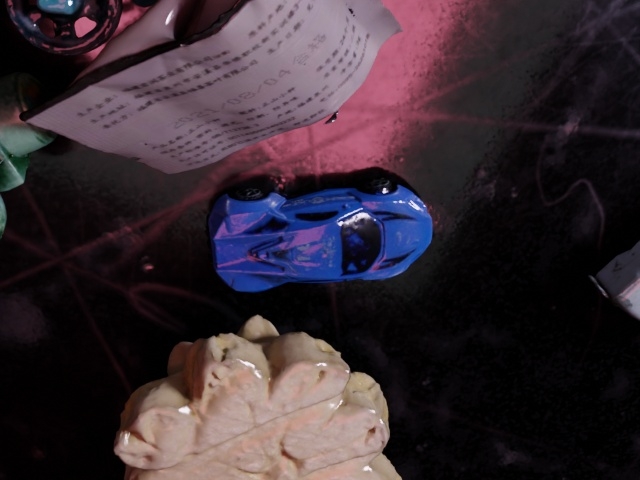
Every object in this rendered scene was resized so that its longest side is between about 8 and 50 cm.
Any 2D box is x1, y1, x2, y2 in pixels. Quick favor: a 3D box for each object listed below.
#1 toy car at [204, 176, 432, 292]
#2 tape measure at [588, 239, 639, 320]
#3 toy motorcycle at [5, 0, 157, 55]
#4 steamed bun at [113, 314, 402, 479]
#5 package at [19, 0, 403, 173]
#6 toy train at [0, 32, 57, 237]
[{"bbox_3d":[0.000,0.000,0.694,0.216,0.063,0.103,-4,115,-3],"label":"toy car"},{"bbox_3d":[0.436,-0.023,0.708,0.330,0.084,0.164,-42,114,16],"label":"tape measure"},{"bbox_3d":[-0.122,-0.262,0.513,0.260,0.154,0.206,-22,106,-1],"label":"toy motorcycle"},{"bbox_3d":[-0.061,0.207,0.752,0.296,0.137,0.292,9,114,-16],"label":"steamed bun"},{"bbox_3d":[-0.067,-0.126,0.561,0.251,0.204,0.062,-32,70,14],"label":"package"},{"bbox_3d":[-0.363,-0.083,0.552,0.299,0.166,0.238,-22,127,5],"label":"toy train"}]
